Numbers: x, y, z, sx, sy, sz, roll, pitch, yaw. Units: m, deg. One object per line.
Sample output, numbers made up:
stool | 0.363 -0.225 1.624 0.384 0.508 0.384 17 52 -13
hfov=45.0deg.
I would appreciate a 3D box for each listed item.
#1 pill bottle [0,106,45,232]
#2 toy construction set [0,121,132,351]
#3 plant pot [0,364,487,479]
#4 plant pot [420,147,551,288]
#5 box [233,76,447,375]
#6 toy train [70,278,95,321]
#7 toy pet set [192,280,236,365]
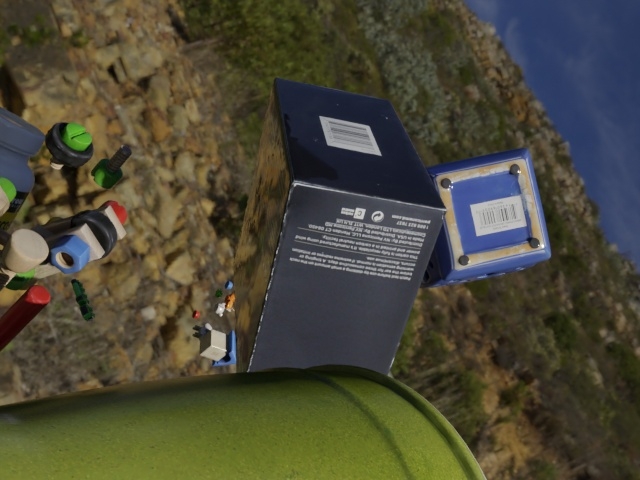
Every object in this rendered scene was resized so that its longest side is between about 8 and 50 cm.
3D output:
pill bottle | -0.642 -0.080 1.395 0.188 0.334 0.188 31 4 -3
toy construction set | -0.381 0.010 0.872 0.257 0.237 0.309 28 33 -36
plant pot | -0.118 0.244 0.519 0.353 0.366 0.366 20 31 -43
plant pot | 0.284 -0.042 1.417 0.212 0.236 0.236 150 -71 -85
box | 0.000 0.000 1.018 0.343 0.179 0.313 -101 -156 -58
toy train | -0.368 0.091 1.190 0.083 0.017 0.024 55 -7 36
toy pet set | -0.169 0.154 1.359 0.122 0.065 0.114 -40 -141 36
